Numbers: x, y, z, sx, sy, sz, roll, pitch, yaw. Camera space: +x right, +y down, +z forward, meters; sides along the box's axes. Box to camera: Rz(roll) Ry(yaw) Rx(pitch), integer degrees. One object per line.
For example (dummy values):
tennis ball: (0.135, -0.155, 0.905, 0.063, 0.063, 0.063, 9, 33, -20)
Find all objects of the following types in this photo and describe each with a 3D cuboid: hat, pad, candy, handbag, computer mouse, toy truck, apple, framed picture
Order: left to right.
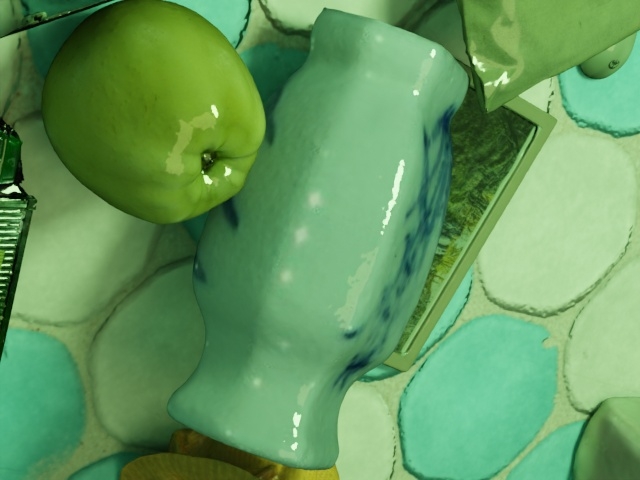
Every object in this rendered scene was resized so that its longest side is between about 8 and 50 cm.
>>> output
toy truck: (-0.327, 0.003, 1.574, 0.121, 0.088, 0.259, 2, 113, -33)
pad: (-0.150, -0.217, 1.540, 0.265, 0.159, 0.009, -22, 98, -23)
apple: (-0.144, -0.112, 1.578, 0.200, 0.200, 0.200, -15, 121, -27)
hat: (-0.051, 0.257, 1.869, 0.233, 0.233, 0.244, -38, 146, -46)
framed picture: (0.088, -0.032, 1.874, 0.240, 0.020, 0.324, 27, 97, -40)
handbag: (0.239, -0.290, 1.769, 0.315, 0.109, 0.253, -26, 116, -35)
computer mouse: (0.312, -0.220, 1.918, 0.055, 0.032, 0.110, 3, 111, -35)
candy: (0.500, 0.299, 2.199, 0.358, 0.208, 0.145, 4, 117, -36)

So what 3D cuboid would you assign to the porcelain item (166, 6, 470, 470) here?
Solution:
porcelain item: (0.000, 0.000, 1.685, 0.242, 0.178, 0.405, 25, 84, -72)
